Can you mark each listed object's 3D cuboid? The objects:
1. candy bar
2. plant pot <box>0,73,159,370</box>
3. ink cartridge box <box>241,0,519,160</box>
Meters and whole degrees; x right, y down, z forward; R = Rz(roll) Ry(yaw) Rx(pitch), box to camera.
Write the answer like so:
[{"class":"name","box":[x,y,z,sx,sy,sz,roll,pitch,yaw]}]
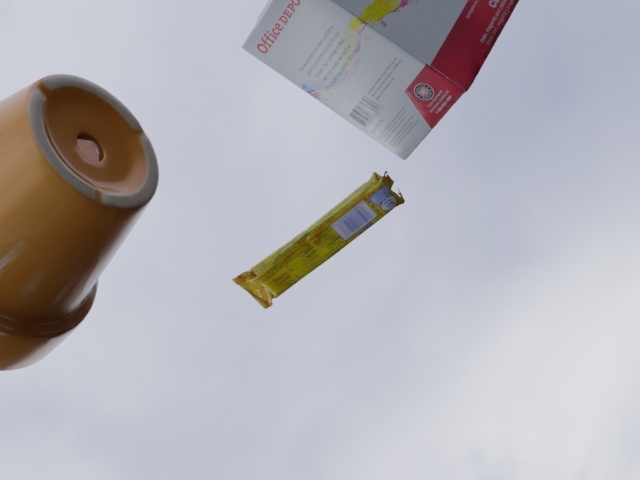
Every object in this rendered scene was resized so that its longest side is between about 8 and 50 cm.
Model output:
[{"class":"candy bar","box":[0.000,0.000,1.523,0.161,0.018,0.040,-38,-68,18]},{"class":"plant pot","box":[-0.236,-0.029,1.496,0.188,0.205,0.205,-39,-14,33]},{"class":"ink cartridge box","box":[0.049,-0.185,1.580,0.127,0.176,0.128,-59,6,-33]}]
